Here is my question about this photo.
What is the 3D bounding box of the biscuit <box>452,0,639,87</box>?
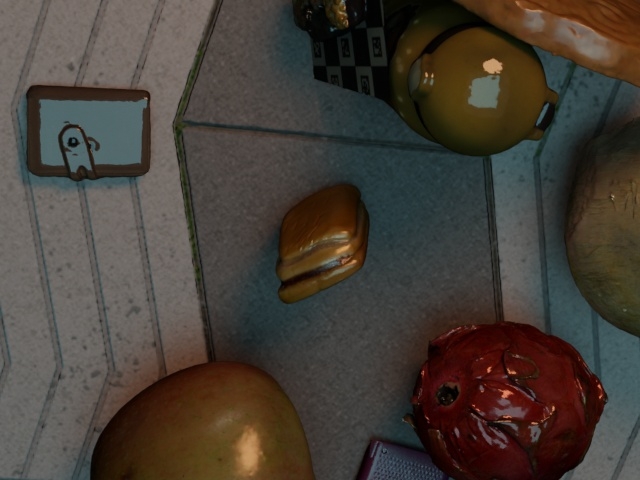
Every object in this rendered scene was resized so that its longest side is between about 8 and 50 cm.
[{"bbox_3d":[0.260,-0.282,1.480,0.385,0.365,0.062,22,115,-5],"label":"biscuit"}]

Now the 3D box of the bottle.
[{"bbox_3d":[0.155,-0.193,1.494,0.172,0.351,0.171,-2,106,-6],"label":"bottle"}]

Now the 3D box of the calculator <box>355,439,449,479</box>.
[{"bbox_3d":[0.097,0.371,1.808,0.127,0.034,0.190,17,103,-13],"label":"calculator"}]

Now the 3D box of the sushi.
[{"bbox_3d":[0.004,-0.263,1.527,0.051,0.215,0.192,-11,106,-21],"label":"sushi"}]

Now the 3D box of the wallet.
[{"bbox_3d":[-0.286,-0.131,1.623,0.153,0.039,0.117,0,103,-8],"label":"wallet"}]

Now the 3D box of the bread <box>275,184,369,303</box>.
[{"bbox_3d":[0.000,0.000,1.609,0.116,0.200,0.077,-20,108,12],"label":"bread"}]

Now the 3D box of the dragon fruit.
[{"bbox_3d":[0.237,0.213,1.680,0.241,0.252,0.240,-1,86,24],"label":"dragon fruit"}]

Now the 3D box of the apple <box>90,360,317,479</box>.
[{"bbox_3d":[-0.142,0.313,1.621,0.277,0.319,0.319,-18,106,-5],"label":"apple"}]

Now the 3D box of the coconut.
[{"bbox_3d":[0.439,-0.019,1.626,0.297,0.255,0.297,-4,98,-30],"label":"coconut"}]
